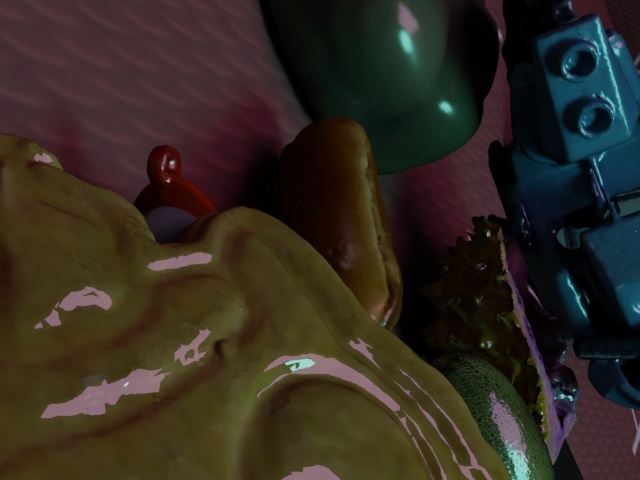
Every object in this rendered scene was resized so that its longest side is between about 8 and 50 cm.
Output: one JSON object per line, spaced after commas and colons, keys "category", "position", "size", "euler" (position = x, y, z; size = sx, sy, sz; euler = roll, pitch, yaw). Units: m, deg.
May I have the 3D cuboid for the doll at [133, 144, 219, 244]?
{"category": "doll", "position": [-0.059, 0.074, 0.481], "size": [0.142, 0.076, 0.245], "euler": [-22, 101, -66]}

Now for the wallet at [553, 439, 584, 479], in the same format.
{"category": "wallet", "position": [0.258, 0.274, 1.065], "size": [0.309, 0.042, 0.165], "euler": [63, 26, -27]}

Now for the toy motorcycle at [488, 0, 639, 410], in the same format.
{"category": "toy motorcycle", "position": [0.249, -0.017, 0.805], "size": [0.232, 0.172, 0.416], "euler": [-97, 166, -60]}

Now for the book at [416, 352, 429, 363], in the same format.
{"category": "book", "position": [0.052, 0.180, 0.711], "size": [0.228, 0.024, 0.160], "euler": [-13, 89, -65]}

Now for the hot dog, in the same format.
{"category": "hot dog", "position": [0.000, 0.000, 0.592], "size": [0.249, 0.068, 0.100], "euler": [-98, -161, -58]}

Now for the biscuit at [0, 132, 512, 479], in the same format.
{"category": "biscuit", "position": [-0.033, 0.110, 0.359], "size": [0.269, 0.051, 0.376], "euler": [-29, 78, -43]}

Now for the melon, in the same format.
{"category": "melon", "position": [0.117, 0.158, 0.713], "size": [0.099, 0.099, 0.162], "euler": [-36, 108, -63]}

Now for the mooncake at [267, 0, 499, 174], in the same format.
{"category": "mooncake", "position": [0.060, -0.197, 0.810], "size": [0.275, 0.135, 0.275], "euler": [31, 53, -55]}

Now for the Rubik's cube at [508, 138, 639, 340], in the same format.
{"category": "Rubik's cube", "position": [0.458, -0.023, 1.352], "size": [0.287, 0.292, 0.293], "euler": [5, 70, -63]}

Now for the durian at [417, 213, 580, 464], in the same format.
{"category": "durian", "position": [0.156, 0.072, 0.898], "size": [0.191, 0.112, 0.341], "euler": [61, 19, -8]}
